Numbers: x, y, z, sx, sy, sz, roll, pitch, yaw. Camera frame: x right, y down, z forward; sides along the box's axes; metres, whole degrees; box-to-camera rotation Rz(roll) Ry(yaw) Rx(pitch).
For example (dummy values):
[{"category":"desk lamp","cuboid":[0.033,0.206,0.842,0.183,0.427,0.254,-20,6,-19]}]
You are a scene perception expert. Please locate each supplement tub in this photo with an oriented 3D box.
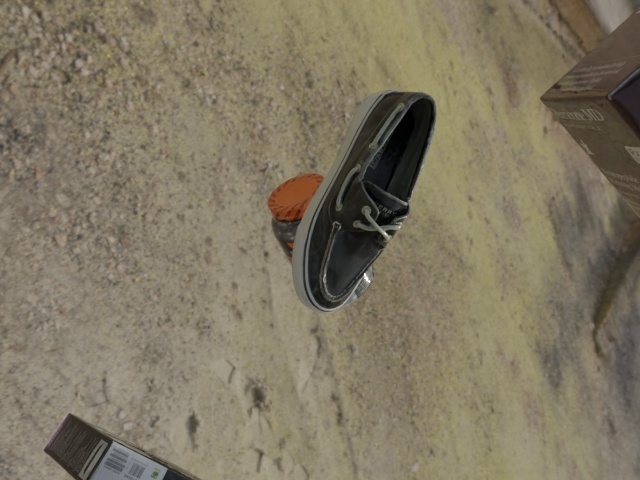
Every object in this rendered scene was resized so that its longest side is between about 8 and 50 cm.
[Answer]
[{"category":"supplement tub","cuboid":[0.000,0.000,0.855,0.190,0.117,0.117,63,34,-33]}]

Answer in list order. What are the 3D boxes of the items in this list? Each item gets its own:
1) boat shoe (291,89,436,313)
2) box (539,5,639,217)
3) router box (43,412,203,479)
[{"category":"boat shoe","cuboid":[0.040,-0.033,0.507,0.078,0.070,0.219,19,92,-31]},{"category":"box","cuboid":[0.368,-0.123,0.551,0.203,0.167,0.168,46,10,-9]},{"category":"router box","cuboid":[-0.167,0.239,0.558,0.179,0.133,0.046,42,63,-29]}]
